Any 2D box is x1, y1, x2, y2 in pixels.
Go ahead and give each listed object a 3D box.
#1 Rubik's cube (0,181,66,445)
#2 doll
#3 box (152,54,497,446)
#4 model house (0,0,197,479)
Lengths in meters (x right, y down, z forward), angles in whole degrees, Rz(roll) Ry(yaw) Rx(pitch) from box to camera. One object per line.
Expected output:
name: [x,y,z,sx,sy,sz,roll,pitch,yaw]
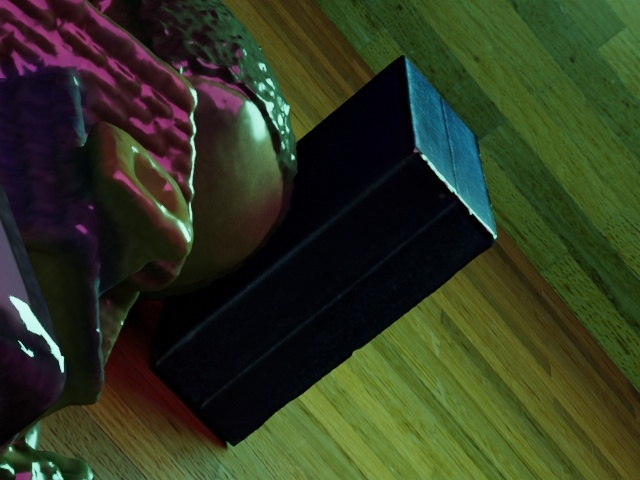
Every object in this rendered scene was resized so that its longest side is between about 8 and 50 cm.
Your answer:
Rubik's cube: [-0.330,-0.052,0.461,0.359,0.363,0.362,41,14,-49]
doll: [-0.150,-0.111,1.436,0.247,0.247,0.349,43,20,-32]
box: [0.000,0.000,1.505,0.116,0.279,0.261,46,15,-17]
model house: [-0.172,0.023,0.962,0.261,0.266,0.321,39,19,-30]
